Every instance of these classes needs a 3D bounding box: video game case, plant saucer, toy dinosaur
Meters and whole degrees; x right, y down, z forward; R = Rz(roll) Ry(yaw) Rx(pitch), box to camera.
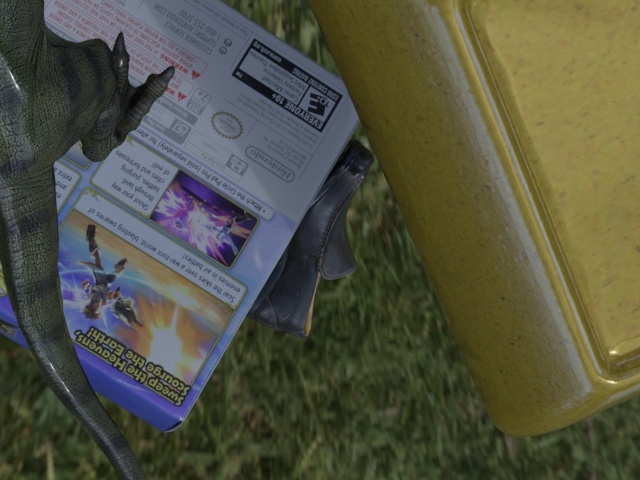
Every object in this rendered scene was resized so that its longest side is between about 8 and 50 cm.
[{"bbox_3d":[-0.142,-0.055,1.124,0.269,0.061,0.244,33,69,-6],"label":"video game case"},{"bbox_3d":[0.191,-0.078,0.877,0.333,0.081,0.332,-24,115,2],"label":"plant saucer"},{"bbox_3d":[-0.089,-0.053,0.553,0.064,0.118,0.268,-8,122,7],"label":"toy dinosaur"}]

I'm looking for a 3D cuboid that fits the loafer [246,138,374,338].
[{"bbox_3d":[0.000,0.000,1.248,0.061,0.062,0.170,32,132,-2],"label":"loafer"}]
